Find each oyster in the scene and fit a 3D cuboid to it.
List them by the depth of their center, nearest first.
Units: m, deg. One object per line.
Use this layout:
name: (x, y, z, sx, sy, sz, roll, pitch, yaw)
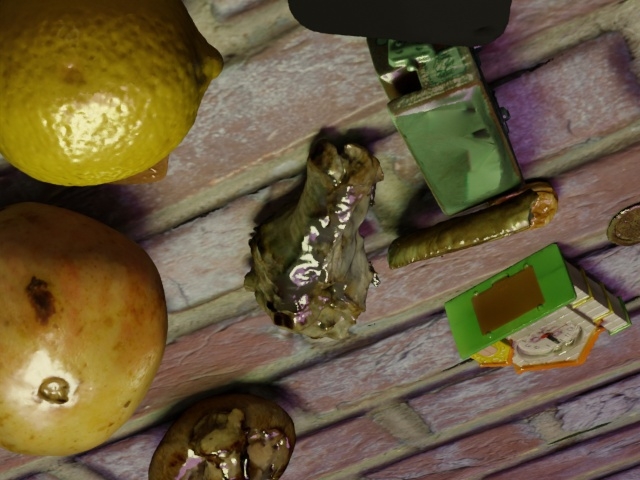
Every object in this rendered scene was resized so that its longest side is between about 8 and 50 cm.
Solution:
oyster: (0.007, 0.004, 1.646, 0.198, 0.133, 0.337, 23, 122, -4)

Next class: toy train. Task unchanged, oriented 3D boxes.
toy train: (0.166, -0.146, 1.474, 0.129, 0.159, 0.326, -19, 146, 12)

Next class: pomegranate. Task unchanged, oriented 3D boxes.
pomegranate: (-0.367, 0.104, 1.549, 0.343, 0.342, 0.342, -9, 145, -6)

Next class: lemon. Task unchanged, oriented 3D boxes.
lemon: (-0.234, -0.176, 1.241, 0.254, 0.228, 0.228, -22, 145, 2)

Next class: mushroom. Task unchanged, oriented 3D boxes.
mushroom: (-0.169, 0.367, 2.056, 0.263, 0.195, 0.283, -10, 163, -18)

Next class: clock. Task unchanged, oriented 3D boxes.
clock: (0.374, 0.139, 1.989, 0.220, 0.106, 0.255, -32, 142, 26)

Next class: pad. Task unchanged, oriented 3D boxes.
pad: (0.058, -0.372, 1.220, 0.315, 0.063, 0.375, 6, 138, 2)

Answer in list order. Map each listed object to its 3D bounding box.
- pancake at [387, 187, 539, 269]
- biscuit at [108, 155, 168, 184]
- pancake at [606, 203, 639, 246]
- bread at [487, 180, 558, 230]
pancake: (0.196, -0.013, 1.627, 0.197, 0.054, 0.376, -13, 177, -29)
biscuit: (-0.267, -0.129, 1.465, 0.142, 0.029, 0.221, -29, 143, 20)
pancake: (0.502, -0.027, 1.879, 0.115, 0.011, 0.115, -8, 143, -6)
bread: (0.296, -0.049, 1.752, 0.111, 0.044, 0.083, -13, 142, -3)
